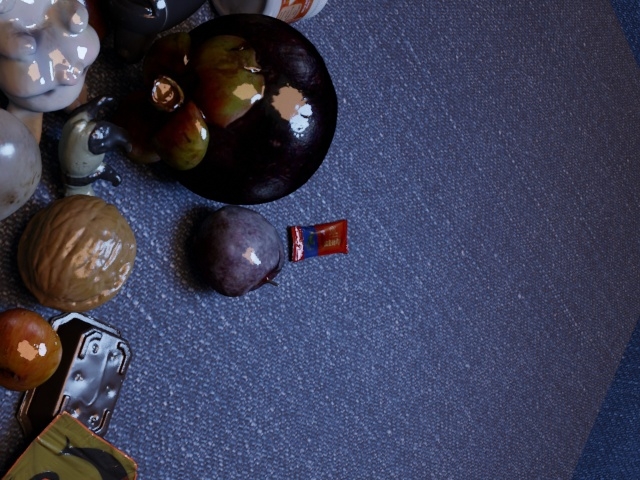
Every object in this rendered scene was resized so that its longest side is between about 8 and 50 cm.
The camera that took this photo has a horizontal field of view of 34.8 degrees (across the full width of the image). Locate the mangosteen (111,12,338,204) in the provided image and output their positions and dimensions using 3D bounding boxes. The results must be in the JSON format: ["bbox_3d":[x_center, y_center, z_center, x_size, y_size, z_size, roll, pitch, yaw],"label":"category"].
[{"bbox_3d":[-0.178,-0.236,1.925,0.435,0.382,0.382,-22,105,-46],"label":"mangosteen"}]

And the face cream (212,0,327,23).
[{"bbox_3d":[-0.108,-0.547,2.136,0.187,0.201,0.201,-26,107,-44],"label":"face cream"}]

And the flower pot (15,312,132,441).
[{"bbox_3d":[-0.431,0.259,1.861,0.179,0.084,0.251,32,66,-42],"label":"flower pot"}]

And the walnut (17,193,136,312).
[{"bbox_3d":[-0.430,0.027,1.789,0.213,0.213,0.213,1,88,-46],"label":"walnut"}]

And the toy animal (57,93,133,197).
[{"bbox_3d":[-0.416,-0.148,1.834,0.094,0.225,0.121,44,48,17],"label":"toy animal"}]

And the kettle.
[{"bbox_3d":[-0.305,-0.467,1.902,0.207,0.268,0.290,21,47,-3],"label":"kettle"}]

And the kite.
[{"bbox_3d":[-0.475,0.478,1.811,0.327,0.013,0.378,-5,108,-37],"label":"kite"}]

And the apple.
[{"bbox_3d":[-0.515,0.189,1.737,0.146,0.146,0.147,1,88,-46],"label":"apple"}]

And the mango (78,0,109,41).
[{"bbox_3d":[-0.463,-0.463,1.819,0.268,0.111,0.133,57,30,-32],"label":"mango"}]

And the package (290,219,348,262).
[{"bbox_3d":[0.000,0.000,2.367,0.200,0.022,0.083,-8,95,-48],"label":"package"}]

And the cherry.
[{"bbox_3d":[-0.165,0.019,2.085,0.195,0.195,0.195,1,88,-46],"label":"cherry"}]

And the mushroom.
[{"bbox_3d":[-0.581,-0.143,1.651,0.243,0.243,0.244,1,88,-46],"label":"mushroom"}]

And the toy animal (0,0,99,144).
[{"bbox_3d":[-0.499,-0.330,1.732,0.196,0.241,0.368,-39,131,-31],"label":"toy animal"}]
